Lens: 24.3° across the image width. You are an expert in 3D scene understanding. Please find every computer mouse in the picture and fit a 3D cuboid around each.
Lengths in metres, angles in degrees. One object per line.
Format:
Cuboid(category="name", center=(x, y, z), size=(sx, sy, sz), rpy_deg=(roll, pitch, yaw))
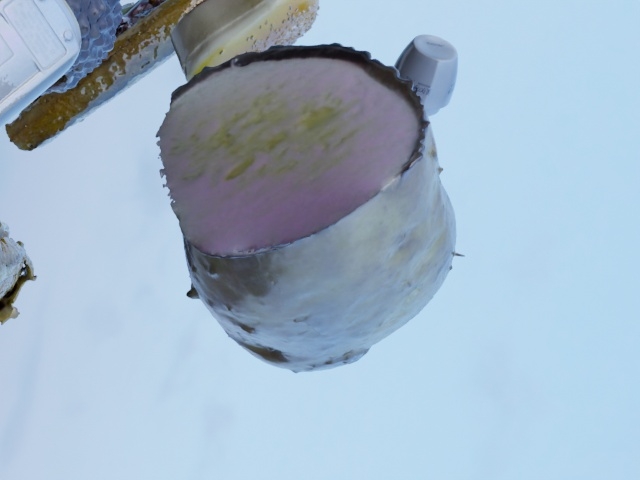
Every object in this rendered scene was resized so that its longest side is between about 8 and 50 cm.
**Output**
Cuboid(category="computer mouse", center=(-0.279, -0.136, 1.202), size=(0.045, 0.102, 0.199), rpy_deg=(0, -140, 50))

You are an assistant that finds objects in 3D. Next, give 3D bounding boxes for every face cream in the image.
Cuboid(category="face cream", center=(0.142, -0.224, 2.021), size=(0.091, 0.091, 0.095), rpy_deg=(-95, -160, -50))

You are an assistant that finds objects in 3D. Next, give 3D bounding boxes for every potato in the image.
Cuboid(category="potato", center=(0.000, 0.000, 1.143), size=(0.266, 0.229, 0.229), rpy_deg=(63, 24, -49))

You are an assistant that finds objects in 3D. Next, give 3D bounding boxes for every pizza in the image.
Cuboid(category="pizza", center=(-0.322, -0.324, 2.372), size=(0.440, 0.130, 0.406), rpy_deg=(-35, -161, 0))

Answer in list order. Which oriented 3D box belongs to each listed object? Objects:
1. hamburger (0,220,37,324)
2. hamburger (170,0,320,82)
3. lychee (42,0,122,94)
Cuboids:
Cuboid(category="hamburger", center=(-0.537, 0.091, 2.020), size=(0.318, 0.158, 0.318), rpy_deg=(-46, 170, -10))
Cuboid(category="hamburger", center=(-0.097, -0.281, 1.973), size=(0.210, 0.116, 0.173), rpy_deg=(-32, -179, -1))
Cuboid(category="lychee", center=(-0.335, -0.260, 1.495), size=(0.267, 0.267, 0.267), rpy_deg=(-163, -90, -72))
